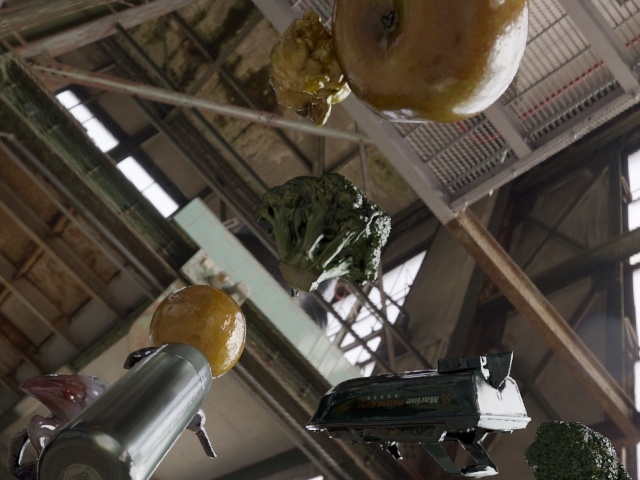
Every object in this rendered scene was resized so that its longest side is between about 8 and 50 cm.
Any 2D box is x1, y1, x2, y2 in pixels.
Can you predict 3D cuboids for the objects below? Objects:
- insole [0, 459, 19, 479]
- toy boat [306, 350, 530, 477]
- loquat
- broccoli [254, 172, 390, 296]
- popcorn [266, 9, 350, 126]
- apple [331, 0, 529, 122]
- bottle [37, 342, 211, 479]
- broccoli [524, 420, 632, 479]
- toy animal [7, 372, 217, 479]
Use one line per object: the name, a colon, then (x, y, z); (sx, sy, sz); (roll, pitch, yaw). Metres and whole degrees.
insole: (-0.310, 0.141, 0.461); (0.192, 0.063, 0.010); (38, -72, 6)
toy boat: (0.077, 0.173, 0.582); (0.246, 0.103, 0.093); (-19, -27, 41)
loquat: (-0.169, 0.130, 0.840); (0.141, 0.141, 0.141); (13, -54, 18)
broccoli: (0.000, 0.000, 1.420); (0.321, 0.283, 0.303); (7, -46, 25)
popcorn: (-0.009, -0.395, 1.399); (0.191, 0.190, 0.253); (45, -30, 17)
apple: (0.207, -0.421, 1.206); (0.400, 0.334, 0.400); (33, -43, 36)
bottle: (-0.170, 0.157, 0.559); (0.096, 0.253, 0.079); (28, -81, 2)
broccoli: (0.468, 0.417, 1.103); (0.195, 0.195, 0.156); (-2, -77, 27)
toy animal: (-0.281, 0.247, 0.795); (0.090, 0.324, 0.195); (25, -65, 45)
